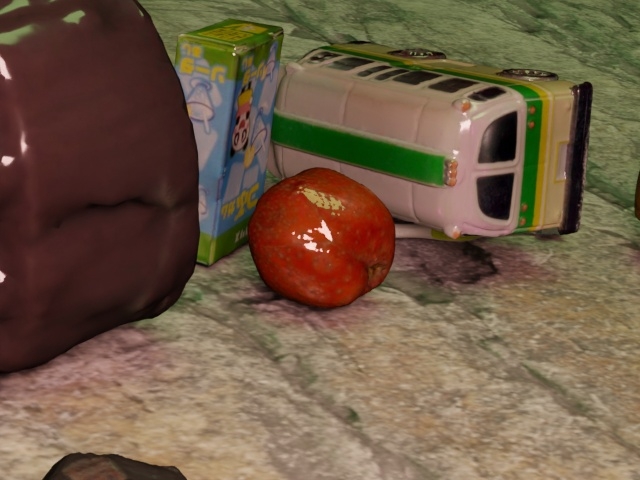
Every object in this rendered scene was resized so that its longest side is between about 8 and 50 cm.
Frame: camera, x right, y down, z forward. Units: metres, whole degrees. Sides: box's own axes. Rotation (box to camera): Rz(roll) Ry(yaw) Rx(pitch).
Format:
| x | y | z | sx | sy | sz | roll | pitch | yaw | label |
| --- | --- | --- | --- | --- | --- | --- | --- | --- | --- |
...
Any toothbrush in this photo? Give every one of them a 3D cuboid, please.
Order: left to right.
| x | y | z | sx | sy | sz | roll | pitch | yaw | label |
| --- | --- | --- | --- | --- | --- | --- | --- | --- | --- |
| 0.120 | -0.011 | 1.536 | 0.263 | 0.022 | 0.026 | -1 | 11 | -27 | toothbrush |

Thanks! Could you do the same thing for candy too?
| x | y | z | sx | sy | sz | roll | pitch | yaw | label |
| --- | --- | --- | --- | --- | --- | --- | --- | --- | --- |
| -0.085 | -0.084 | 1.389 | 0.062 | 0.194 | 0.097 | 16 | 22 | 18 | candy |

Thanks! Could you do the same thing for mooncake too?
| x | y | z | sx | sy | sz | roll | pitch | yaw | label |
| --- | --- | --- | --- | --- | --- | --- | --- | --- | --- |
| -0.276 | -0.094 | 1.168 | 0.381 | 0.350 | 0.212 | 14 | 28 | 39 | mooncake |

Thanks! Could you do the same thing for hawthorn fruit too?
| x | y | z | sx | sy | sz | roll | pitch | yaw | label |
| --- | --- | --- | --- | --- | --- | --- | --- | --- | --- |
| 0.000 | 0.000 | 1.330 | 0.128 | 0.128 | 0.128 | 9 | 21 | -3 | hawthorn fruit |

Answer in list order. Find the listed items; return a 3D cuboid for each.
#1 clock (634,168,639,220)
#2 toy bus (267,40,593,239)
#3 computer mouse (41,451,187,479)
| x | y | z | sx | sy | sz | roll | pitch | yaw | label |
| --- | --- | --- | --- | --- | --- | --- | --- | --- | --- |
| 0.439 | -0.015 | 1.557 | 0.286 | 0.117 | 0.348 | 20 | 24 | 25 | clock |
| 0.082 | -0.095 | 1.520 | 0.179 | 0.143 | 0.305 | -11 | 20 | -41 | toy bus |
| -0.093 | 0.181 | 0.894 | 0.172 | 0.057 | 0.099 | 37 | 30 | 29 | computer mouse |
